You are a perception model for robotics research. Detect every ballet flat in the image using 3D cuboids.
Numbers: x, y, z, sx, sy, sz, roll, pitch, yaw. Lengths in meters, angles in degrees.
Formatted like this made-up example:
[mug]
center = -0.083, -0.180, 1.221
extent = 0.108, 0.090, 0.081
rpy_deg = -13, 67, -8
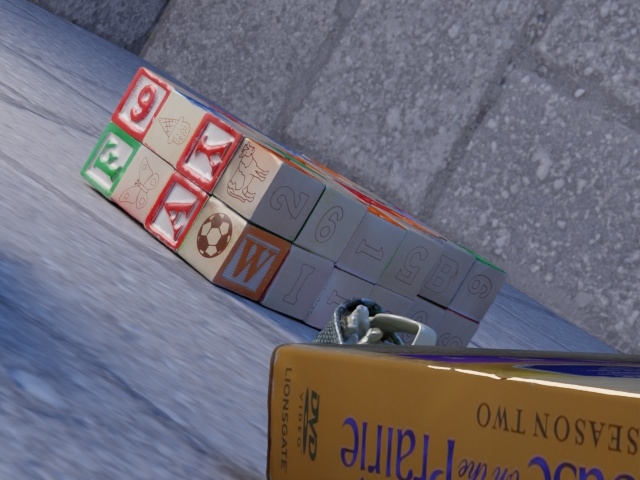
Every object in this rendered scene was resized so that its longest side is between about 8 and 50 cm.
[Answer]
[ballet flat]
center = 0.040, 0.073, 0.867
extent = 0.070, 0.070, 0.188
rpy_deg = 28, 5, -28

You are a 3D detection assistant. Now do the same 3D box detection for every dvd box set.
[dvd box set]
center = 0.208, 0.077, 0.555
extent = 0.307, 0.062, 0.420
rpy_deg = 4, -1, -28

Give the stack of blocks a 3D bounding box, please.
[stack of blocks]
center = 0.000, 0.000, 1.255
extent = 0.297, 0.087, 0.171
rpy_deg = 26, 6, -46
